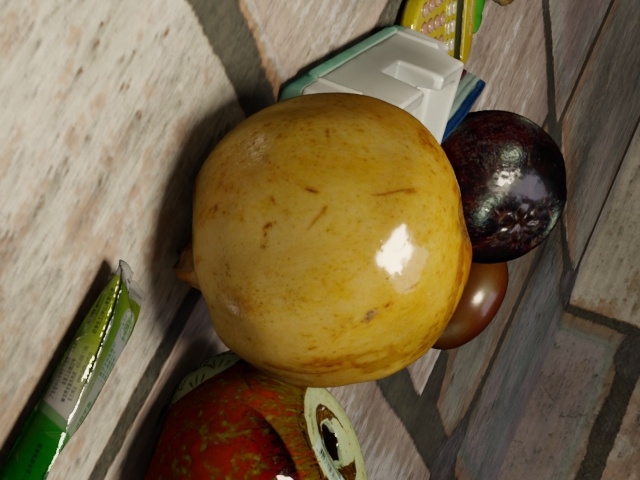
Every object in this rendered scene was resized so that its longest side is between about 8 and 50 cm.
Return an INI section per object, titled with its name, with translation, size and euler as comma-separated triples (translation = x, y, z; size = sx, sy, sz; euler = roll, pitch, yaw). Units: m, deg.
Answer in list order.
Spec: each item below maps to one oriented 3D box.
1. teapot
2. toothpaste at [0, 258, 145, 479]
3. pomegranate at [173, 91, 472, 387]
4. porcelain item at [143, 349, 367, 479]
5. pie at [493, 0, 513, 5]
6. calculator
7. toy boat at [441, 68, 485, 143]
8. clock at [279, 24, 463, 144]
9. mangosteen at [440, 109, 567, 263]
[teapot]
translation = 0.184, 0.045, 1.733
size = 0.135, 0.178, 0.252
euler = 35, 62, -29
[toothpaste]
translation = -0.201, 0.134, 0.957
size = 0.078, 0.046, 0.248
euler = 72, 39, -65
[pomegranate]
translation = 0.000, 0.000, 1.062
size = 0.264, 0.264, 0.264
euler = -52, 153, -41
[porcelain item]
translation = -0.084, 0.235, 1.173
size = 0.253, 0.253, 0.253
euler = -52, 153, -41
[pie]
translation = 0.263, -0.409, 1.634
size = 0.195, 0.046, 0.195
euler = -49, 149, -43
[calculator]
translation = 0.150, -0.265, 1.477
size = 0.235, 0.032, 0.146
euler = -36, 134, -56
[toy boat]
translation = 0.149, -0.158, 1.553
size = 0.046, 0.080, 0.229
euler = 60, 41, -18
[clock]
translation = 0.052, -0.087, 1.297
size = 0.262, 0.116, 0.231
euler = -38, 143, -54
[mangosteen]
translation = 0.217, -0.083, 1.624
size = 0.216, 0.216, 0.216
euler = -52, 153, -41
